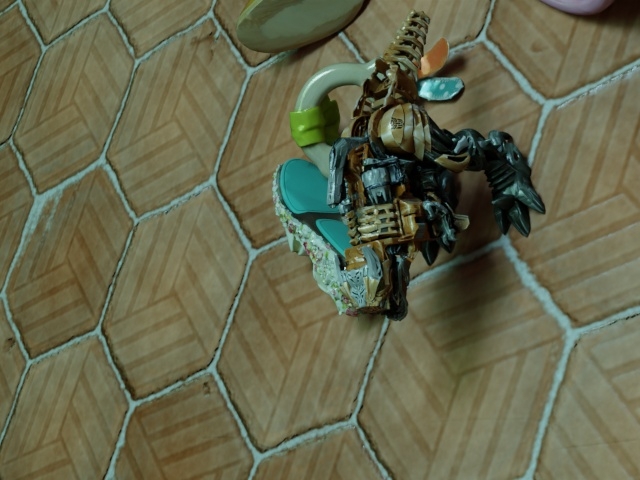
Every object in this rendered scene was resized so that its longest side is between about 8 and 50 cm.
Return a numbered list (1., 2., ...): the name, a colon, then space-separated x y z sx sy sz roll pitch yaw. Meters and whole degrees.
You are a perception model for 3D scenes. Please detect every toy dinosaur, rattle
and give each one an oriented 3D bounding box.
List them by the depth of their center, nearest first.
1. toy dinosaur: 0.095 -0.075 1.687 0.164 0.218 0.322 12 80 51
2. rattle: 0.068 -0.156 1.907 0.199 0.143 0.130 -39 77 8

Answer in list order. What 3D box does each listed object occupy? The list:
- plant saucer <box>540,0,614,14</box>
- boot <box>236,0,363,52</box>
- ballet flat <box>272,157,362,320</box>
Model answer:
1. plant saucer: 0.198 -0.374 1.670 0.084 0.332 0.332 -39 40 -9
2. boot: 0.011 -0.370 2.034 0.295 0.104 0.211 -33 44 26
3. ballet flat: 0.000 0.000 1.867 0.241 0.091 0.077 58 137 49
